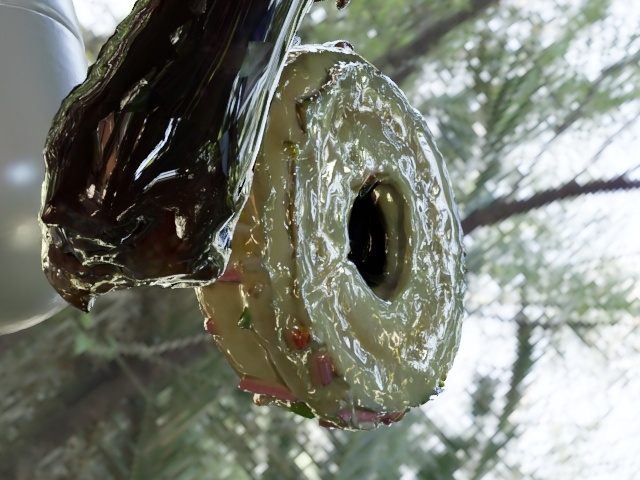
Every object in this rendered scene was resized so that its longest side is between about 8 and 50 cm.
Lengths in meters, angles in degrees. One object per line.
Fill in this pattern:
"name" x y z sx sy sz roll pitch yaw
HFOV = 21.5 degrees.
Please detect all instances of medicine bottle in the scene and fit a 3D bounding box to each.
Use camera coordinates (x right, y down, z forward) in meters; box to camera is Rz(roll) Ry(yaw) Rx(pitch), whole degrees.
"medicine bottle" -0.183 -0.113 0.788 0.130 0.130 0.341 116 -39 -56

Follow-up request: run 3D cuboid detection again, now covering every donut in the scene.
"donut" 0.000 0.000 0.729 0.068 0.174 0.174 -7 -63 32

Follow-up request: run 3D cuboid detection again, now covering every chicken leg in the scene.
"chicken leg" 0.017 -0.177 0.381 0.096 0.158 0.407 4 -99 40

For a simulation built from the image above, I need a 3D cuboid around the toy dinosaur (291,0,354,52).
"toy dinosaur" -0.046 -0.186 1.591 0.097 0.208 0.432 63 -23 3
